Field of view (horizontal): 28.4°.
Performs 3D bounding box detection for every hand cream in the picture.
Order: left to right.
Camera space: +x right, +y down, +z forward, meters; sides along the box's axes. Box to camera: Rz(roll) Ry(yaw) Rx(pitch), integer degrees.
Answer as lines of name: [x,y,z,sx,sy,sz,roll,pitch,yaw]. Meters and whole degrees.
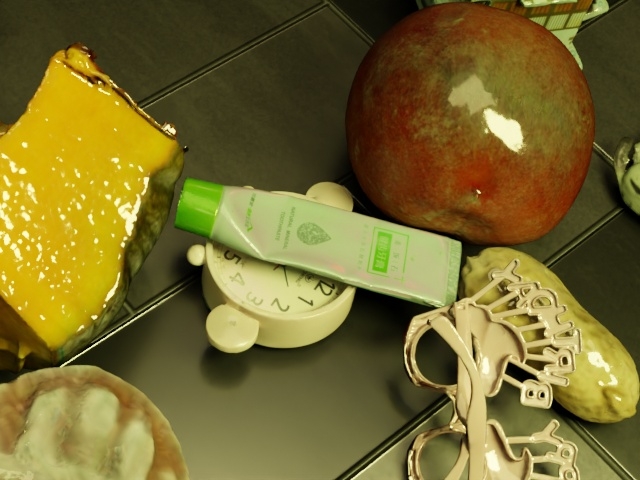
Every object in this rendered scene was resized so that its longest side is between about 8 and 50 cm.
hand cream: [0.000,0.001,1.195,0.275,0.050,0.079,15,80,-5]

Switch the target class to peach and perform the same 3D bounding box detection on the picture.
peach: [0.148,-0.110,1.247,0.252,0.252,0.252,5,56,-7]

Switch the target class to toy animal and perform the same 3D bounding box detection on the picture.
toy animal: [0.379,-0.025,1.332,0.176,0.073,0.217,-36,64,-12]

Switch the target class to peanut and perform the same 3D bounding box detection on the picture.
peanut: [0.222,0.089,1.212,0.214,0.099,0.099,42,60,18]

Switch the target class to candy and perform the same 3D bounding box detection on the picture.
candy: [-0.219,0.243,0.998,0.214,0.157,0.289,23,48,-12]

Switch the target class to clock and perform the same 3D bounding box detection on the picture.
clock: [-0.041,0.028,1.228,0.155,0.063,0.229,28,53,11]

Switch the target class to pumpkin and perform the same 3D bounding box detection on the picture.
pumpkin: [-0.289,-0.037,1.113,0.303,0.256,0.225,15,56,32]

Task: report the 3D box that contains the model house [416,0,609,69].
model house: [0.202,-0.309,1.397,0.198,0.215,0.224,-7,58,-19]

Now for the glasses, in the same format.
glasses: [0.162,0.142,1.132,0.162,0.095,0.255,0,84,-7]
